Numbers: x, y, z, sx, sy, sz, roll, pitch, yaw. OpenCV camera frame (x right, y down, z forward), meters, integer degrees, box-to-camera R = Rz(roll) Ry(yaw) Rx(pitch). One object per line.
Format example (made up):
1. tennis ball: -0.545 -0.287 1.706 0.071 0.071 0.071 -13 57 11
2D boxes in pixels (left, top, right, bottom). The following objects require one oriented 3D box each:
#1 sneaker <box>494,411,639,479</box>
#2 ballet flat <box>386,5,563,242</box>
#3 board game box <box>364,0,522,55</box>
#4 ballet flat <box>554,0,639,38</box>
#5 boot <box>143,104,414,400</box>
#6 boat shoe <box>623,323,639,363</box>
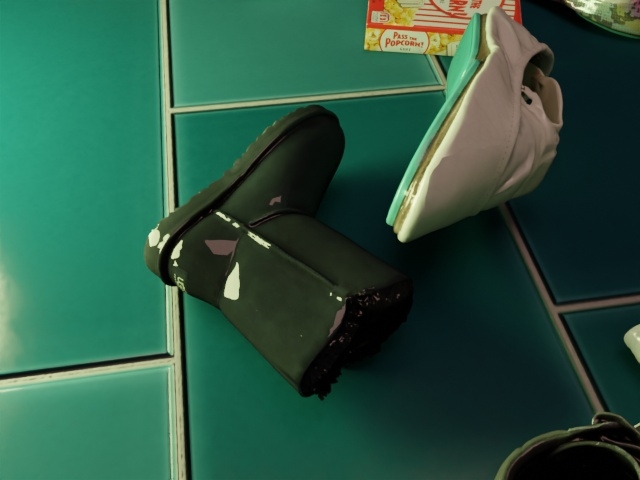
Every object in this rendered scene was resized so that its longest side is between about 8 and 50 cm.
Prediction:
1. sneaker: 0.215 0.159 0.442 0.295 0.147 0.104 -21 51 -20
2. ballet flat: 0.175 -0.120 0.681 0.139 0.139 0.400 15 39 11
3. board game box: 0.159 -0.305 0.903 0.193 0.045 0.147 5 56 2
4. ballet flat: 0.355 -0.346 0.931 0.221 0.079 0.077 36 56 26
5. boot: 0.000 0.000 0.608 0.207 0.094 0.246 32 57 25
6. boat shoe: 0.340 0.061 0.592 0.184 0.066 0.063 -28 56 -12
